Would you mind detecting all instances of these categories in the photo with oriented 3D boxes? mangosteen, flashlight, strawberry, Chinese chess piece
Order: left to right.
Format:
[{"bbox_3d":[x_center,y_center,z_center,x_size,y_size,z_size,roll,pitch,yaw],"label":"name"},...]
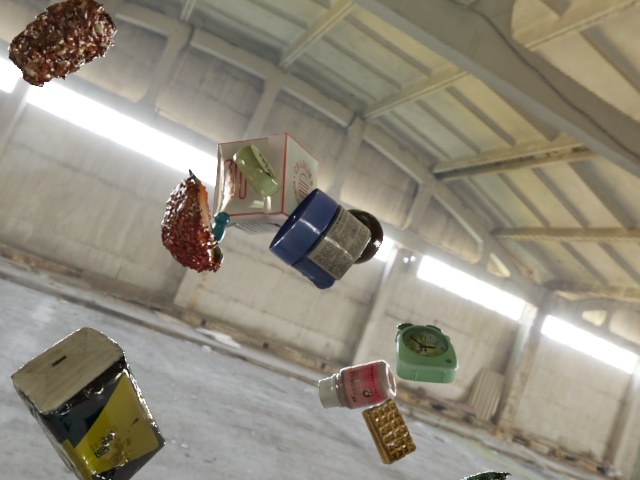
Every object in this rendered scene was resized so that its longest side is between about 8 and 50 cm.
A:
[{"bbox_3d":[-0.319,-0.049,1.375,0.138,0.233,0.306,-13,-19,-6],"label":"strawberry"},{"bbox_3d":[-0.315,-0.032,1.814,0.051,0.129,0.051,8,-34,5],"label":"flashlight"},{"bbox_3d":[-0.157,-0.177,1.488,0.144,0.059,0.144,55,8,-11],"label":"Chinese chess piece"},{"bbox_3d":[0.125,-0.008,2.213,0.216,0.216,0.216,21,-8,3],"label":"mangosteen"}]

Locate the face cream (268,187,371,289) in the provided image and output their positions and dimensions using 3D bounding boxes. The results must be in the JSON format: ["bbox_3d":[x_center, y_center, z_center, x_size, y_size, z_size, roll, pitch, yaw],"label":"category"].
[{"bbox_3d":[0.000,0.000,1.806,0.225,0.249,0.249,39,-11,-9],"label":"face cream"}]

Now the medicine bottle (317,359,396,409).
[{"bbox_3d":[0.123,0.500,1.999,0.247,0.146,0.147,-16,-19,13],"label":"medicine bottle"}]

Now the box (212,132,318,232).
[{"bbox_3d":[-0.201,-0.199,2.233,0.300,0.311,0.314,-4,-14,21],"label":"box"}]

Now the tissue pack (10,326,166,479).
[{"bbox_3d":[-0.653,0.500,1.688,0.253,0.264,0.416,22,-45,36],"label":"tissue pack"}]

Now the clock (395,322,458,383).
[{"bbox_3d":[0.259,0.274,1.471,0.149,0.060,0.188,6,31,0],"label":"clock"}]

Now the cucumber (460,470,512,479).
[{"bbox_3d":[0.334,0.521,1.262,0.155,0.037,0.037,-25,-21,11],"label":"cucumber"}]

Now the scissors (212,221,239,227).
[{"bbox_3d":[-0.334,-0.043,1.913,0.176,0.022,0.085,-9,-55,33],"label":"scissors"}]

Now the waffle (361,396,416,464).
[{"bbox_3d":[0.178,0.495,1.527,0.103,0.147,0.042,-14,-18,-38],"label":"waffle"}]

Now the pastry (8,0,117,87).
[{"bbox_3d":[-0.497,-0.385,1.127,0.115,0.209,0.097,55,-6,18],"label":"pastry"}]
